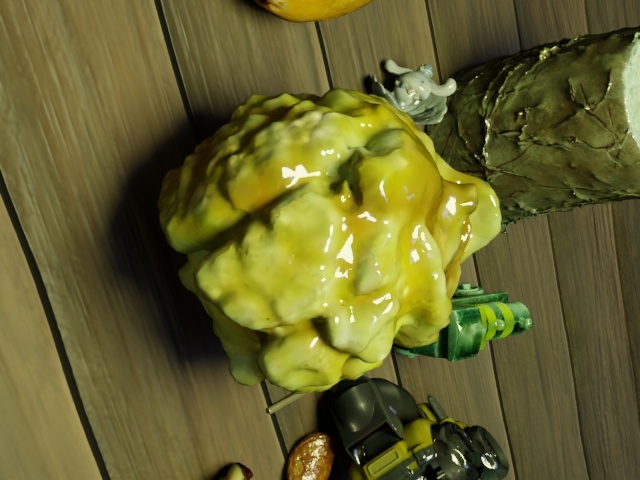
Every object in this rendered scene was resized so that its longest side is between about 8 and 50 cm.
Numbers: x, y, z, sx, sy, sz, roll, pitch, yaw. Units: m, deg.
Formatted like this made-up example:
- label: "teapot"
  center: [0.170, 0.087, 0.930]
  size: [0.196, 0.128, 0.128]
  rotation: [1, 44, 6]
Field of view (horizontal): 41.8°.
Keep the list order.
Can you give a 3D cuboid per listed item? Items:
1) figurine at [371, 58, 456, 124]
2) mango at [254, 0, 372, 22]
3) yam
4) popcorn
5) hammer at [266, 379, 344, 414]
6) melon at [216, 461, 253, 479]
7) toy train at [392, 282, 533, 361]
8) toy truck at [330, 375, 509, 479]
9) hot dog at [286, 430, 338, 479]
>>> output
- label: "figurine"
  center: [0.107, -0.178, 0.994]
  size: [0.086, 0.094, 0.082]
  rotation: [-32, 160, -8]
- label: "mango"
  center: [0.024, -0.333, 0.865]
  size: [0.295, 0.120, 0.177]
  rotation: [-44, 124, -33]
- label: "yam"
  center: [0.307, -0.134, 1.038]
  size: [0.241, 0.348, 0.240]
  rotation: [4, 83, -35]
- label: "popcorn"
  center: [0.002, -0.003, 0.780]
  size: [0.279, 0.274, 0.335]
  rotation: [45, 16, -3]
- label: "hammer"
  center: [-0.016, 0.171, 0.945]
  size: [0.110, 0.019, 0.035]
  rotation: [-23, 109, -39]
- label: "melon"
  center: [-0.107, 0.303, 0.822]
  size: [0.160, 0.079, 0.128]
  rotation: [-32, 114, -39]
- label: "toy train"
  center: [0.179, 0.103, 1.050]
  size: [0.200, 0.132, 0.083]
  rotation: [-6, 99, -42]
- label: "toy truck"
  center: [0.108, 0.240, 0.986]
  size: [0.147, 0.165, 0.224]
  rotation: [-39, 151, 17]
- label: "hot dog"
  center: [-0.009, 0.258, 0.945]
  size: [0.058, 0.035, 0.083]
  rotation: [38, 63, -41]
